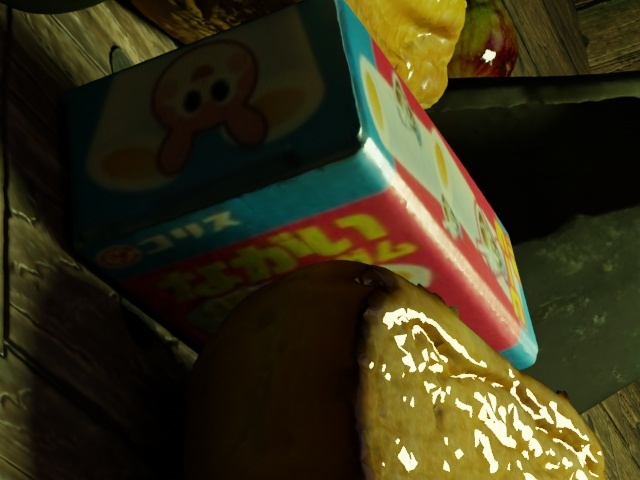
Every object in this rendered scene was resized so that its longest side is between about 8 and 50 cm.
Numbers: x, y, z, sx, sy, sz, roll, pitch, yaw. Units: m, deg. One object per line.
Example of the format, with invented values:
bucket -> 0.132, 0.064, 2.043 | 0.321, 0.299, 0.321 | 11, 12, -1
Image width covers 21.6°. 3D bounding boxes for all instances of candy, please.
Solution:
candy -> 0.000, -0.001, 0.921 | 0.306, 0.157, 0.100 | 45, 31, -58

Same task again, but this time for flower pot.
flower pot -> 0.199, 0.003, 1.428 | 0.379, 0.251, 0.379 | -18, 90, -76

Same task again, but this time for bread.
bread -> -0.038, -0.164, 0.936 | 0.380, 0.185, 0.109 | 26, 80, -73
bread -> 0.050, 0.206, 0.863 | 0.337, 0.148, 0.328 | 33, 43, -50

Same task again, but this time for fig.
fig -> 0.156, -0.224, 1.776 | 0.109, 0.103, 0.155 | 91, 0, -64

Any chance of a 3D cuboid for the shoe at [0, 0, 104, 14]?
shoe -> -0.149, -0.177, 0.742 | 0.195, 0.079, 0.078 | 40, 43, -55
